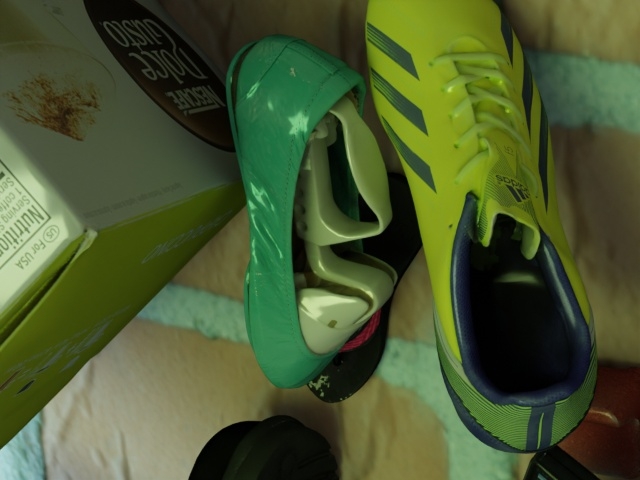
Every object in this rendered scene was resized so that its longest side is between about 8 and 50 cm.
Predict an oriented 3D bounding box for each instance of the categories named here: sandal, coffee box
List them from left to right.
[{"bbox_3d":[-0.278,-0.040,1.054,0.338,0.337,0.334,-43,85,18],"label":"coffee box"},{"bbox_3d":[0.017,0.034,1.142,0.067,0.040,0.179,33,128,15],"label":"sandal"}]

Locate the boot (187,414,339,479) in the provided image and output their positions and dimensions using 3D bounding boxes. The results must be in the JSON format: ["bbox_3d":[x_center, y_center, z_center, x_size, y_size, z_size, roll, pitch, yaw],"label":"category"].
[{"bbox_3d":[-0.141,0.224,1.293,0.260,0.131,0.348,27,127,21],"label":"boot"}]

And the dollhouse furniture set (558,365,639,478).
[{"bbox_3d":[0.235,0.102,0.951,0.374,0.152,0.201,-35,91,41],"label":"dollhouse furniture set"}]

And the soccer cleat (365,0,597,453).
[{"bbox_3d":[0.089,-0.031,0.956,0.121,0.093,0.289,92,166,-74],"label":"soccer cleat"}]

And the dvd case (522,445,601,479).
[{"bbox_3d":[0.172,0.243,1.050,0.180,0.022,0.253,39,147,22],"label":"dvd case"}]

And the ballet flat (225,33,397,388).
[{"bbox_3d":[0.000,0.000,1.040,0.087,0.083,0.247,20,132,32],"label":"ballet flat"}]
